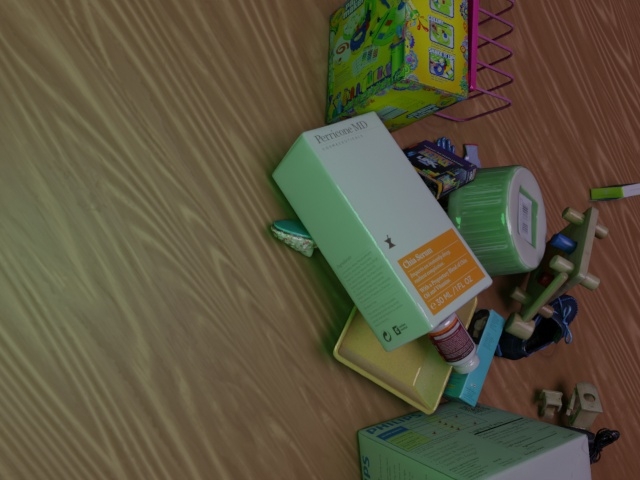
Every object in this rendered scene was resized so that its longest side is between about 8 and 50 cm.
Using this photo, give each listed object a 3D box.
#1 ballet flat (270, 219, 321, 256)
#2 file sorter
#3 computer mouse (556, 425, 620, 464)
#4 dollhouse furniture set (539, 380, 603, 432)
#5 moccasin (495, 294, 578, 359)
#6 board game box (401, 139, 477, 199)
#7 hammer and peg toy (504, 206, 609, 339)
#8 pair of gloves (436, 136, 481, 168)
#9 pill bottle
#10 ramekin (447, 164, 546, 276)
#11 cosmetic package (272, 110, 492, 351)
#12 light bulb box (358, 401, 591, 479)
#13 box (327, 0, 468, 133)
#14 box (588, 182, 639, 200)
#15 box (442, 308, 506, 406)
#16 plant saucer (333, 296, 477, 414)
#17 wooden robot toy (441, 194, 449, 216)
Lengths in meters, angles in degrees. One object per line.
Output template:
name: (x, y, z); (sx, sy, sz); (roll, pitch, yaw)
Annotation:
ballet flat: (0.000, 0.000, 1.191); (0.241, 0.091, 0.077); (1, 118, -26)
file sorter: (0.380, -0.478, 1.377); (0.182, 0.202, 0.291); (8, 82, -31)
computer mouse: (0.701, 0.587, 1.532); (0.272, 0.072, 0.188); (7, 127, -19)
dollhouse furniture set: (0.721, 0.511, 1.591); (0.101, 0.161, 0.182); (-72, 167, -51)
moccasin: (0.648, 0.260, 1.522); (0.342, 0.117, 0.138); (-28, 100, -29)
board game box: (0.273, -0.179, 1.312); (0.141, 0.170, 0.048); (-27, 137, -29)
hammer and peg toy: (0.625, 0.097, 1.404); (0.127, 0.266, 0.361); (30, 55, 2)
pair of gloves: (0.375, -0.199, 1.455); (0.198, 0.023, 0.159); (2, 84, -31)
pill bottle: (0.311, 0.238, 1.254); (0.086, 0.086, 0.152); (-41, 106, -26)
ramekin: (0.467, -0.050, 1.374); (0.303, 0.148, 0.303); (8, 79, -48)
cosmetic package: (0.127, -0.028, 1.121); (0.230, 0.161, 0.453); (-27, 79, -38)
light bulb box: (0.333, 0.531, 1.176); (0.358, 0.361, 0.225); (-5, 90, -30)
box: (0.163, -0.420, 1.189); (0.177, 0.290, 0.279); (6, 82, -30)
box: (0.984, -0.161, 1.756); (0.178, 0.109, 0.042); (-10, 95, -31)
box: (0.387, 0.297, 1.377); (0.060, 0.100, 0.244); (35, 70, -23)
plant saucer: (0.199, 0.198, 1.288); (0.333, 0.081, 0.333); (36, 70, -23)
wooden robot toy: (0.320, -0.045, 1.400); (0.079, 0.076, 0.173); (-7, 90, 5)
